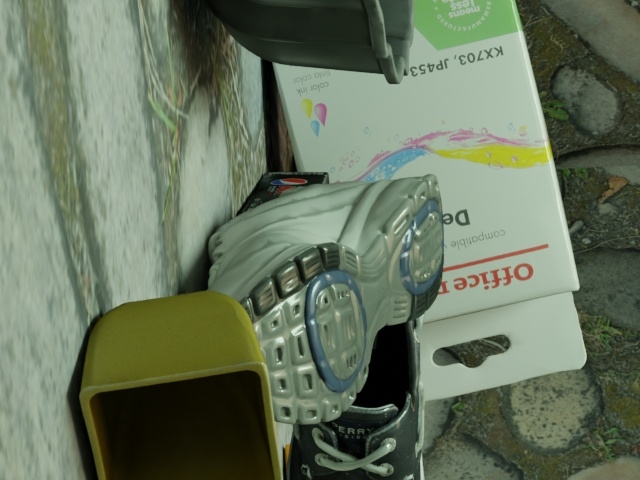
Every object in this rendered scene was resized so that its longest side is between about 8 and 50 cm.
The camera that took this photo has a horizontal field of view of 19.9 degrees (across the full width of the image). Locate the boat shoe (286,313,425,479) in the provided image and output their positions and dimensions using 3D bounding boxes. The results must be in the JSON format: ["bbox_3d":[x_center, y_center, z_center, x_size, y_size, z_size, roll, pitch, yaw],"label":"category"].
[{"bbox_3d":[0.029,0.128,1.302,0.102,0.108,0.301,2,95,-81],"label":"boat shoe"}]

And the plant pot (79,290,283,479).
[{"bbox_3d":[-0.064,0.068,0.830,0.083,0.081,0.081,-102,-175,-56],"label":"plant pot"}]

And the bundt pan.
[{"bbox_3d":[-0.016,-0.259,1.163,0.331,0.124,0.331,-3,90,-82],"label":"bundt pan"}]

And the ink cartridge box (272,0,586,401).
[{"bbox_3d":[0.092,-0.040,1.508,0.119,0.207,0.353,-24,101,-85],"label":"ink cartridge box"}]

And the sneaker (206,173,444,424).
[{"bbox_3d":[-0.021,0.034,1.143,0.297,0.129,0.111,-33,124,-62],"label":"sneaker"}]

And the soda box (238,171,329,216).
[{"bbox_3d":[-0.024,-0.010,1.373,0.169,0.053,0.060,-65,152,-77],"label":"soda box"}]

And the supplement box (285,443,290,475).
[{"bbox_3d":[-0.007,0.208,1.536,0.098,0.036,0.062,68,20,-73],"label":"supplement box"}]
